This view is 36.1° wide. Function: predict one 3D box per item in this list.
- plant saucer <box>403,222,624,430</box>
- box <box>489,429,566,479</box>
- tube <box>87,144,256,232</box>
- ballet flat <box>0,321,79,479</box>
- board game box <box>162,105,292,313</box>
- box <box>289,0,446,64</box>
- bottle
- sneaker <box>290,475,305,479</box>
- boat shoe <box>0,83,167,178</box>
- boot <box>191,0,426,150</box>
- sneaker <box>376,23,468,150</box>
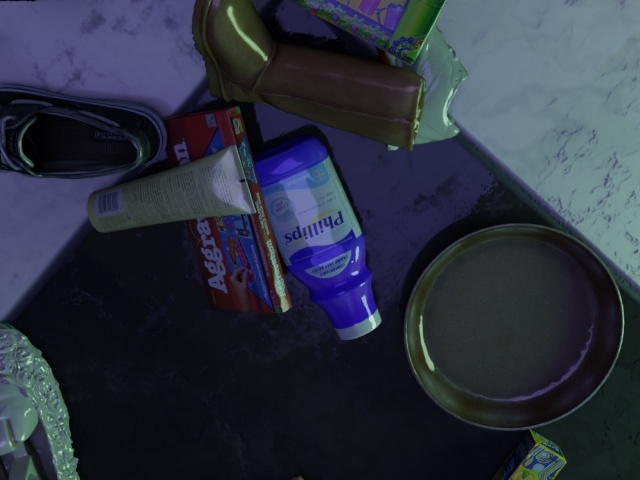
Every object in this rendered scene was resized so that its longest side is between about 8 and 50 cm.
[{"bbox_3d":[0.272,0.121,1.403,0.310,0.050,0.311,0,104,0],"label":"plant saucer"},{"bbox_3d":[0.291,0.369,1.465,0.059,0.054,0.169,32,103,-7],"label":"box"},{"bbox_3d":[-0.200,-0.058,1.310,0.240,0.062,0.070,-11,144,27],"label":"tube"},{"bbox_3d":[-0.425,0.313,1.416,0.146,0.147,0.409,-16,103,5],"label":"ballet flat"},{"bbox_3d":[-0.131,-0.037,1.332,0.145,0.027,0.281,-1,110,43],"label":"board game box"},{"bbox_3d":[0.033,-0.392,1.094,0.289,0.177,0.279,26,104,-9],"label":"box"},{"bbox_3d":[0.000,0.000,1.349,0.118,0.092,0.283,-22,104,5],"label":"bottle"},{"bbox_3d":[-0.042,0.435,1.484,0.064,0.061,0.158,23,104,-12],"label":"sneaker"},{"bbox_3d":[-0.375,-0.143,1.293,0.335,0.119,0.121,-1,106,8],"label":"boat shoe"},{"bbox_3d":[-0.006,-0.216,1.177,0.269,0.236,0.089,16,71,9],"label":"boot"},{"bbox_3d":[0.135,-0.252,1.291,0.121,0.099,0.263,-4,112,-6],"label":"sneaker"}]
